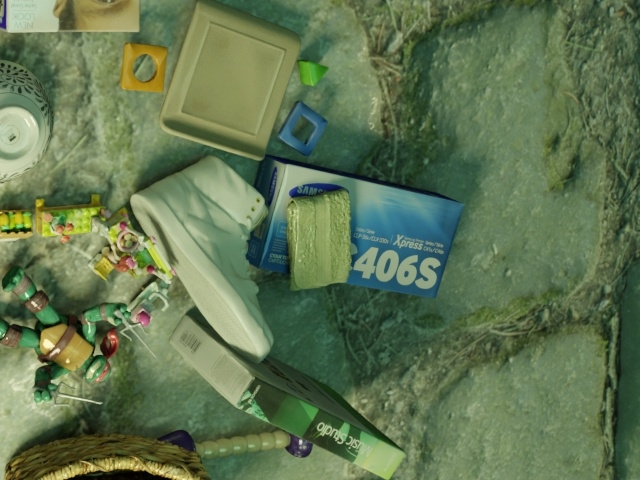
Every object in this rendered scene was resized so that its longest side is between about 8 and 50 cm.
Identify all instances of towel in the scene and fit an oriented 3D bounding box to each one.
[{"bbox_3d":[0.000,0.000,2.009,0.110,0.027,0.148,-12,112,-30],"label":"towel"}]

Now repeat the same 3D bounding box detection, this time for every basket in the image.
[{"bbox_3d":[-0.286,0.405,1.883,0.299,0.223,0.213,2,110,-16],"label":"basket"}]

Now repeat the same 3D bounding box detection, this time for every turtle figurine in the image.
[{"bbox_3d":[-0.355,0.143,1.865,0.234,0.118,0.175,36,72,-21],"label":"turtle figurine"}]

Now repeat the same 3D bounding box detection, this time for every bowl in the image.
[{"bbox_3d":[-0.411,-0.145,1.755,0.170,0.080,0.170,-11,111,-31],"label":"bowl"}]

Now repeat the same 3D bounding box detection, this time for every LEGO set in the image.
[{"bbox_3d":[-0.300,0.011,1.861,0.287,0.107,0.132,36,84,-36],"label":"LEGO set"}]

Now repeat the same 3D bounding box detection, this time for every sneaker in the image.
[{"bbox_3d":[-0.118,0.016,1.922,0.169,0.108,0.292,-35,91,-29],"label":"sneaker"}]

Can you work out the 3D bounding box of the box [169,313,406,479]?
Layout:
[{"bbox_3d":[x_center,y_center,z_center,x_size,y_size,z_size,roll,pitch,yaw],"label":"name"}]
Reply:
[{"bbox_3d":[-0.049,0.234,2.021,0.322,0.232,0.058,30,93,-36],"label":"box"}]

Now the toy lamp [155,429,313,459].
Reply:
[{"bbox_3d":[-0.143,0.319,2.083,0.275,0.080,0.080,-4,108,-31],"label":"toy lamp"}]

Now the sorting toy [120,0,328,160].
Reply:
[{"bbox_3d":[-0.134,-0.229,1.931,0.348,0.047,0.196,16,92,-36],"label":"sorting toy"}]

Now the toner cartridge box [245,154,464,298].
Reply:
[{"bbox_3d":[0.051,-0.017,2.100,0.348,0.075,0.165,10,99,-35],"label":"toner cartridge box"}]

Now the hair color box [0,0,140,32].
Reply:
[{"bbox_3d":[-0.321,-0.435,1.703,0.185,0.110,0.339,-6,110,-33],"label":"hair color box"}]
